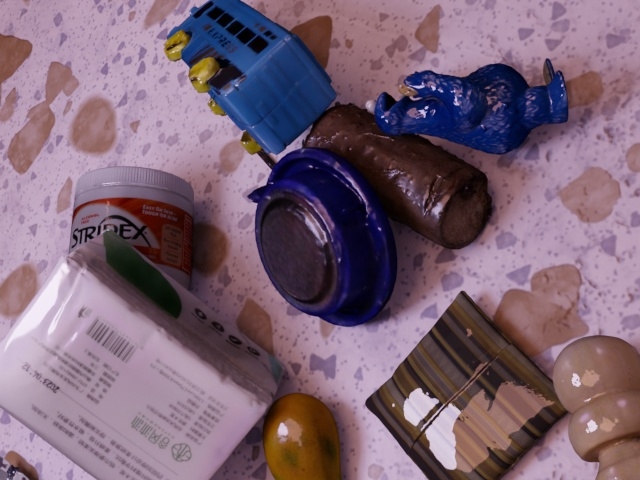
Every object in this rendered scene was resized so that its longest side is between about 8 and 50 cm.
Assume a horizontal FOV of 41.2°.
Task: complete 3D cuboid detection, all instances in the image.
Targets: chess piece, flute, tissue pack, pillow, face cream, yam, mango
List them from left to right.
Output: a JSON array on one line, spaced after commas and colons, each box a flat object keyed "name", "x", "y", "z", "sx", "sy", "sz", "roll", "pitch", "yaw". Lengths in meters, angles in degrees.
[{"name": "face cream", "x": -0.314, "y": -0.001, "z": 1.419, "sx": 0.201, "sy": 0.201, "sz": 0.187, "roll": -12, "pitch": 68, "yaw": 32}, {"name": "tissue pack", "x": -0.272, "y": 0.194, "z": 1.234, "sx": 0.356, "sy": 0.194, "sz": 0.266, "roll": 38, "pitch": 101, "yaw": -4}, {"name": "flute", "x": -0.049, "y": -0.089, "z": 1.377, "sx": 0.014, "sy": 0.014, "sz": 0.269, "roll": -50, "pitch": 53, "yaw": 12}, {"name": "mango", "x": -0.026, "y": 0.294, "z": 1.186, "sx": 0.111, "sy": 0.089, "sz": 0.163, "roll": -10, "pitch": 77, "yaw": 32}, {"name": "yam", "x": 0.107, "y": -0.098, "z": 1.200, "sx": 0.280, "sy": 0.131, "sz": 0.131, "roll": 33, "pitch": 95, "yaw": 37}, {"name": "pillow", "x": 0.180, "y": 0.207, "z": 1.087, "sx": 0.212, "sy": 0.052, "sz": 0.208, "roll": -51, "pitch": 56, "yaw": 12}, {"name": "chess piece", "x": 0.338, "y": 0.226, "z": 0.931, "sx": 0.143, "sy": 0.143, "sz": 0.260, "roll": -30, "pitch": 52, "yaw": 25}]

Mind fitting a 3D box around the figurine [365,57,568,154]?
[{"name": "figurine", "x": 0.195, "y": -0.170, "z": 1.127, "sx": 0.262, "sy": 0.164, "sz": 0.120, "roll": -1, "pitch": 102, "yaw": 22}]

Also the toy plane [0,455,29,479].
[{"name": "toy plane", "x": -0.584, "y": 0.497, "z": 1.538, "sx": 0.160, "sy": 0.082, "sz": 0.234, "roll": 25, "pitch": 105, "yaw": 28}]

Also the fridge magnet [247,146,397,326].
[{"name": "fridge magnet", "x": 0.000, "y": 0.000, "z": 1.202, "sx": 0.265, "sy": 0.113, "sz": 0.265, "roll": 28, "pitch": 129, "yaw": 41}]

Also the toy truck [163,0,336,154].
[{"name": "toy truck", "x": -0.123, "y": -0.270, "z": 1.342, "sx": 0.162, "sy": 0.161, "sz": 0.385, "roll": -42, "pitch": 33, "yaw": 0}]
